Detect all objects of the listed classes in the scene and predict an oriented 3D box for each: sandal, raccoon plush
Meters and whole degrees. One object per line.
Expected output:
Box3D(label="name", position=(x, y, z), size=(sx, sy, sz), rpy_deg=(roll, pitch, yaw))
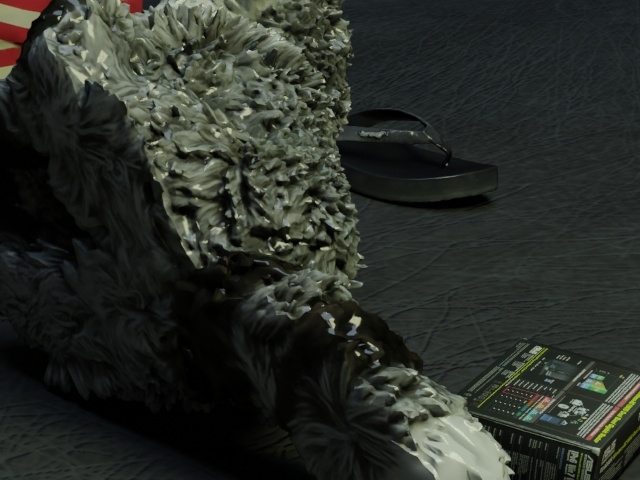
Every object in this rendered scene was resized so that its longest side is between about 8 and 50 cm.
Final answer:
Box3D(label="sandal", position=(0.029, -0.083, 1.492), size=(0.254, 0.054, 0.097), rpy_deg=(19, 23, 33))
Box3D(label="raccoon plush", position=(0.000, 0.000, 1.070), size=(0.299, 0.216, 0.446), rpy_deg=(-23, 63, -43))

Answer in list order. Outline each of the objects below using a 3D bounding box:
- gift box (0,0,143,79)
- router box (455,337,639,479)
Box3D(label="gift box", position=(-0.266, -0.123, 1.251), size=(0.258, 0.255, 0.276), rpy_deg=(7, 19, 22))
Box3D(label="router box", position=(0.133, 0.101, 1.030), size=(0.092, 0.038, 0.122), rpy_deg=(14, 22, 24))
